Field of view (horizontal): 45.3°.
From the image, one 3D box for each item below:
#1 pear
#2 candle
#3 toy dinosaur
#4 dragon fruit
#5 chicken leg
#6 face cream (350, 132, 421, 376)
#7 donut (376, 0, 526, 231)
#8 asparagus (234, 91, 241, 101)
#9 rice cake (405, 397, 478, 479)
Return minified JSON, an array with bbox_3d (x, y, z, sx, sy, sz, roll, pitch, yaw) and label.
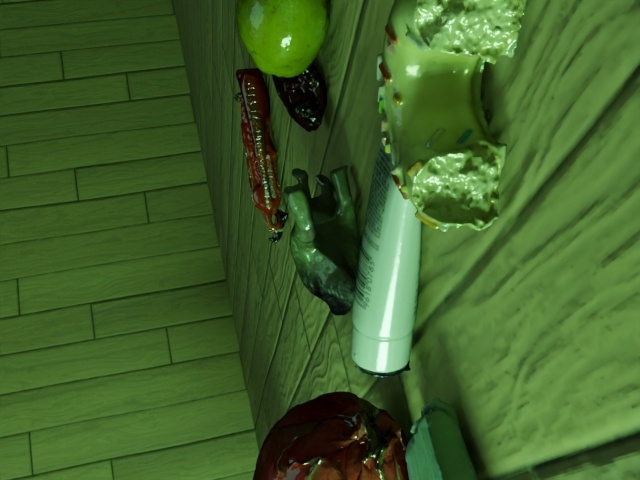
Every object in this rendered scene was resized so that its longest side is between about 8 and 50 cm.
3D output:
[{"bbox_3d":[-0.039,-0.244,0.829,0.107,0.107,0.131,-116,32,-55],"label":"pear"},{"bbox_3d":[-0.100,-0.145,1.297,0.084,0.059,0.301,117,143,-86],"label":"candle"},{"bbox_3d":[0.007,-0.002,0.868,0.294,0.077,0.162,-85,-16,-78],"label":"toy dinosaur"},{"bbox_3d":[0.015,0.246,0.787,0.209,0.172,0.172,-61,28,21],"label":"dragon fruit"},{"bbox_3d":[-0.033,-0.214,0.944,0.089,0.048,0.219,99,159,-47],"label":"chicken leg"},{"bbox_3d":[0.060,0.003,0.663,0.092,0.058,0.243,-108,19,-62],"label":"face cream"},{"bbox_3d":[0.073,-0.096,0.479,0.108,0.065,0.165,-118,22,-59],"label":"donut"},{"bbox_3d":[-0.145,-0.274,1.501,0.024,0.025,0.248,40,-177,-21],"label":"asparagus"},{"bbox_3d":[0.114,0.244,0.618,0.124,0.038,0.211,96,162,-53],"label":"rice cake"}]
